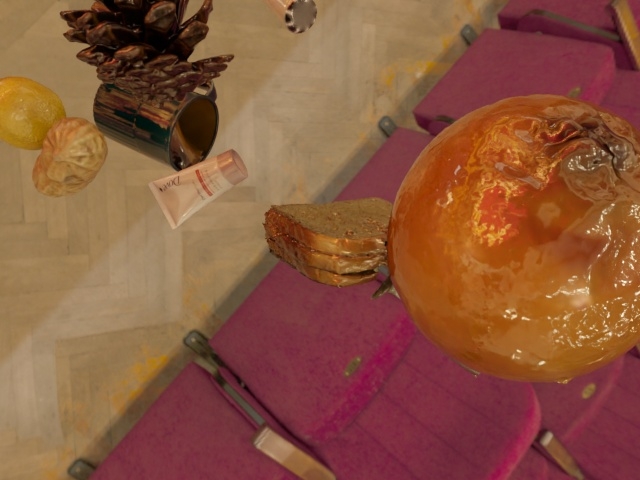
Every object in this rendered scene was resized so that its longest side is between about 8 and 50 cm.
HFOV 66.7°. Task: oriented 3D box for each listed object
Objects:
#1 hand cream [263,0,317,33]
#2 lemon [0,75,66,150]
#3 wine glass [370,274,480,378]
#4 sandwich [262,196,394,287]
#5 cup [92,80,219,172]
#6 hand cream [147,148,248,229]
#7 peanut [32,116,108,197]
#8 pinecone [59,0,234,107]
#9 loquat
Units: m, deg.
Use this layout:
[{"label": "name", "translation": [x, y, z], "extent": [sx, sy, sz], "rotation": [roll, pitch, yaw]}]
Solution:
[{"label": "hand cream", "translation": [-0.144, -0.798, 1.584], "extent": [0.186, 0.358, 0.118], "rotation": [11, 123, -48]}, {"label": "lemon", "translation": [-0.747, -0.320, 1.222], "extent": [0.203, 0.178, 0.178], "rotation": [23, 91, -57]}, {"label": "wine glass", "translation": [0.221, 0.168, 0.941], "extent": [0.262, 0.074, 0.074], "rotation": [39, 81, -4]}, {"label": "sandwich", "translation": [0.066, -0.004, 0.883], "extent": [0.273, 0.249, 0.095], "rotation": [-8, 112, -31]}, {"label": "cup", "translation": [-0.488, -0.396, 1.475], "extent": [0.307, 0.292, 0.242], "rotation": [-69, 166, 5]}, {"label": "hand cream", "translation": [-0.310, -0.143, 1.232], "extent": [0.248, 0.083, 0.133], "rotation": [-28, 92, 11]}, {"label": "peanut", "translation": [-0.625, -0.193, 1.205], "extent": [0.140, 0.325, 0.153], "rotation": [38, 49, -25]}, {"label": "pinecone", "translation": [-0.247, -0.303, 0.699], "extent": [0.203, 0.229, 0.201], "rotation": [-26, 95, 18]}, {"label": "loquat", "translation": [0.239, -0.001, 0.574], "extent": [0.329, 0.328, 0.328], "rotation": [-8, 106, -28]}]
